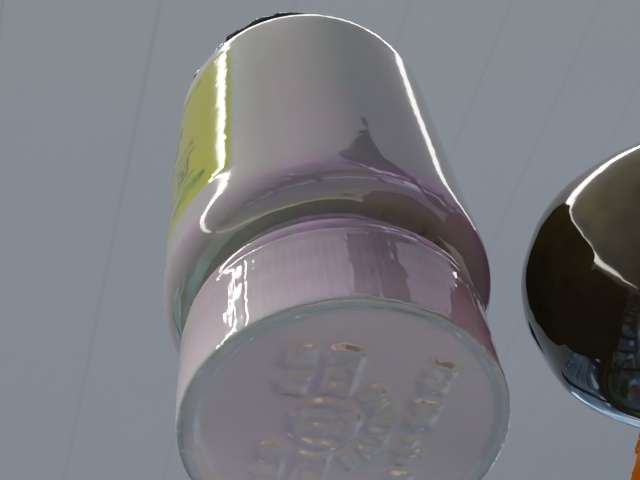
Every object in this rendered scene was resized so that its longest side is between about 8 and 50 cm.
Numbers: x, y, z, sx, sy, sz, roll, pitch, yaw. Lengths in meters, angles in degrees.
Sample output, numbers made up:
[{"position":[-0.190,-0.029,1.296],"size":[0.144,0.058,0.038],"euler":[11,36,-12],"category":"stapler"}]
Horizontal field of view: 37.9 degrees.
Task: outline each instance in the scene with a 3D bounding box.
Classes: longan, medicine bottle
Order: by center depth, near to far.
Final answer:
[{"position":[0.226,0.029,0.590],"size":[0.197,0.196,0.220],"euler":[-8,-9,-29],"category":"longan"},{"position":[0.000,0.000,0.655],"size":[0.214,0.378,0.213],"euler":[-3,-57,-4],"category":"medicine bottle"}]

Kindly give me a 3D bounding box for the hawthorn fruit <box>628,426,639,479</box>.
[{"position":[0.313,0.064,0.230],"size":[0.472,0.472,0.471],"euler":[-18,-48,-21],"category":"hawthorn fruit"}]
